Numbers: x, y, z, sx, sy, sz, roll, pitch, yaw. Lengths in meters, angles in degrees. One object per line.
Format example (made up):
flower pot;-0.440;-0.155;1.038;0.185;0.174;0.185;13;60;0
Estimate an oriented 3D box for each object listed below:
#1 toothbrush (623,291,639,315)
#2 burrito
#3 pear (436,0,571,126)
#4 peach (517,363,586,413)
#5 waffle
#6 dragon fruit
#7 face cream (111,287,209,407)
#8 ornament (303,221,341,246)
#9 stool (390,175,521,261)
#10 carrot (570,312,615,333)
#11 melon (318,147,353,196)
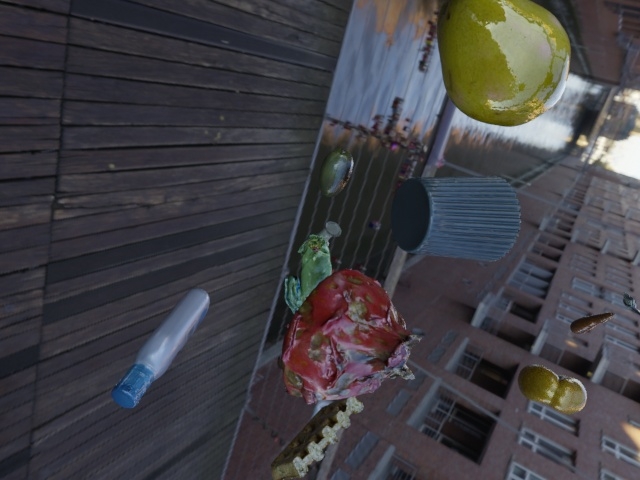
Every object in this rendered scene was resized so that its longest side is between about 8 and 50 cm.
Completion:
toothbrush;0.910;0.225;1.409;0.375;0.028;0.037;-57;135;-71
burrito;-0.025;0.130;1.088;0.054;0.104;0.287;-132;-139;-74
pear;0.405;-0.419;1.144;0.285;0.285;0.336;-52;137;-30
peach;0.638;0.410;1.416;0.179;0.179;0.103;21;87;-67
waffle;-0.023;0.711;1.838;0.348;0.077;0.304;-40;175;-34
dragon fruit;0.068;0.155;0.863;0.262;0.212;0.134;-53;144;-30
face cream;-0.381;0.257;1.242;0.163;0.080;0.336;-54;-175;34
ornament;0.000;0.000;1.759;0.075;0.081;0.156;-13;160;-47
stool;0.434;-0.079;1.701;0.330;0.297;0.297;2;118;-21
carrot;0.869;0.258;1.634;0.048;0.048;0.216;-55;173;-23
melon;0.046;-0.210;1.605;0.099;0.099;0.162;-32;150;-53
